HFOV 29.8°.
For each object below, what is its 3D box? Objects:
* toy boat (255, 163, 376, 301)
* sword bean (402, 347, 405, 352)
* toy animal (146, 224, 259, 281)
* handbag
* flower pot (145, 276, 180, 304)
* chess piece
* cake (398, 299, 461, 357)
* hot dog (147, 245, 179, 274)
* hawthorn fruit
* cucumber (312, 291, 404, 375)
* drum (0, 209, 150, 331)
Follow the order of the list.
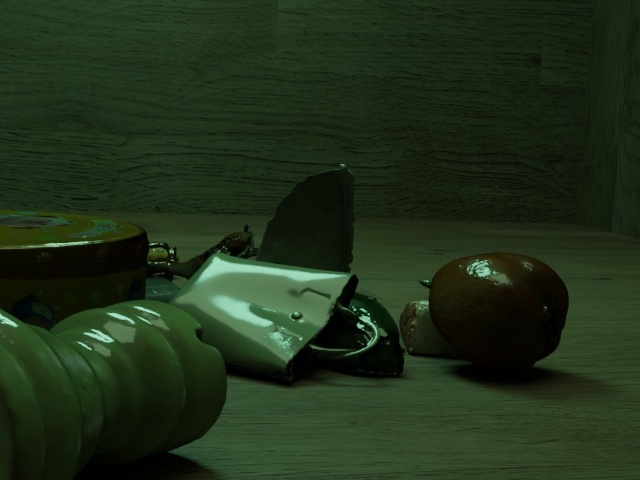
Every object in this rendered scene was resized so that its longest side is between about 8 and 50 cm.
[{"bbox_3d":[-0.011,0.029,2.215,0.276,0.294,0.111,-12,-6,44],"label":"toy boat"},{"bbox_3d":[0.102,0.175,1.968,0.083,0.012,0.012,9,8,33],"label":"sword bean"},{"bbox_3d":[-0.237,0.045,2.445,0.243,0.087,0.260,-18,20,-17],"label":"toy animal"},{"bbox_3d":[-0.063,0.111,1.800,0.315,0.109,0.241,6,38,29],"label":"handbag"},{"bbox_3d":[-0.319,0.107,1.940,0.108,0.103,0.229,-2,10,-38],"label":"flower pot"},{"bbox_3d":[-0.263,0.152,1.153,0.234,0.234,0.442,6,4,20],"label":"chess piece"},{"bbox_3d":[0.193,0.134,2.044,0.109,0.090,0.225,0,6,1],"label":"cake"},{"bbox_3d":[-0.416,0.051,2.557,0.235,0.062,0.092,-5,-6,-25],"label":"hot dog"},{"bbox_3d":[0.256,0.098,1.868,0.251,0.199,0.199,24,18,36],"label":"hawthorn fruit"},{"bbox_3d":[0.025,0.135,1.906,0.145,0.105,0.325,1,10,-22],"label":"cucumber"},{"bbox_3d":[-0.445,0.083,1.620,0.431,0.214,0.431,3,8,0],"label":"drum"}]
